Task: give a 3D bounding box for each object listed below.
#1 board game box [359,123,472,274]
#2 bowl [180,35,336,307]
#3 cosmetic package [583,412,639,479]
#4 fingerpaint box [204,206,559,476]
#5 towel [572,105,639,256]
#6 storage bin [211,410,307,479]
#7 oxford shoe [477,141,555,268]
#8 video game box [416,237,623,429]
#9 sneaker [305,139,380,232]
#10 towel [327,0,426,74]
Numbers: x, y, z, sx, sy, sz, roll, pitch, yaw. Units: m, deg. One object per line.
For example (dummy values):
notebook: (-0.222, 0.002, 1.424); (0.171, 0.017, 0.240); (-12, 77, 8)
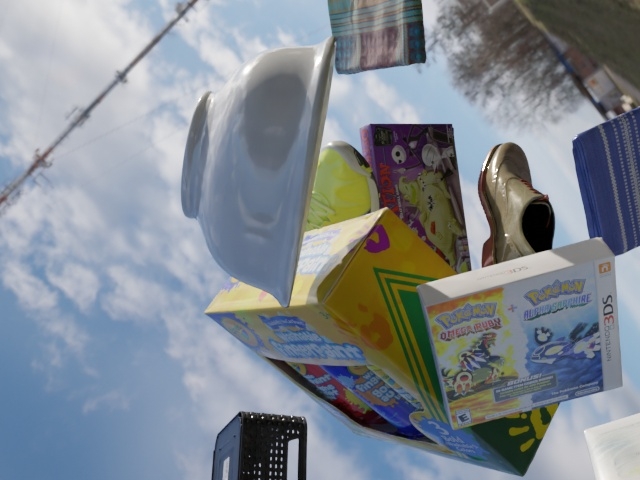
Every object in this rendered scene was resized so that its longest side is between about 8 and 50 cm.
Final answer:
board game box: (0.193, -0.058, 1.417); (0.208, 0.056, 0.346); (-6, -93, -25)
bowl: (-0.071, -0.082, 0.785); (0.134, 0.298, 0.298); (10, -146, -1)
cosmetic package: (0.621, 0.425, 1.289); (0.138, 0.224, 0.224); (60, -160, -15)
fingerpaint box: (0.070, 0.158, 1.081); (0.371, 0.445, 0.163); (42, -113, -17)
towel: (0.583, -0.132, 1.179); (0.040, 0.336, 0.243); (-117, 4, -63)
storage bin: (-0.082, 0.295, 0.905); (0.084, 0.180, 0.122); (9, -118, -15)
oxford shoe: (0.370, -0.058, 1.290); (0.123, 0.130, 0.348); (22, -129, -22)
video game box: (0.225, 0.107, 0.793); (0.048, 0.205, 0.187); (-100, -7, -63)
sneaker: (0.000, 0.000, 1.326); (0.145, 0.384, 0.147); (34, -142, 32)
towel: (0.054, -0.421, 0.980); (0.271, 0.040, 0.370); (-155, 56, -68)
